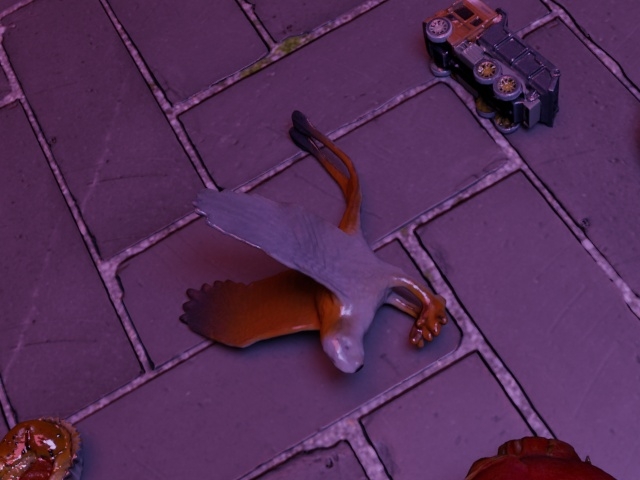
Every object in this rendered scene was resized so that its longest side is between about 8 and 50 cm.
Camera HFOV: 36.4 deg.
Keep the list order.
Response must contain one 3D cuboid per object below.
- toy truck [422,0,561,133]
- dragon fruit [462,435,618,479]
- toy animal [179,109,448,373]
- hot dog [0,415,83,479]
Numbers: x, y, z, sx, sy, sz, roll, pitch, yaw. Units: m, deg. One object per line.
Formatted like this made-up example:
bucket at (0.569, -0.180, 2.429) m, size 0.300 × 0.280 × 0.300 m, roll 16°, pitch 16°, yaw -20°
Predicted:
toy truck at (0.211, -0.213, 1.181) m, size 0.092 × 0.083 × 0.192 m, roll -37°, pitch 61°, yaw -9°
dragon fruit at (0.197, 0.308, 0.813) m, size 0.250 × 0.250 × 0.315 m, roll 19°, pitch 50°, yaw 22°
toy animal at (0.019, 0.013, 1.103) m, size 0.302 × 0.225 × 0.284 m, roll 30°, pitch 50°, yaw 13°
hot dog at (-0.334, 0.303, 1.024) m, size 0.131 × 0.069 × 0.253 m, roll 15°, pitch 64°, yaw 21°
